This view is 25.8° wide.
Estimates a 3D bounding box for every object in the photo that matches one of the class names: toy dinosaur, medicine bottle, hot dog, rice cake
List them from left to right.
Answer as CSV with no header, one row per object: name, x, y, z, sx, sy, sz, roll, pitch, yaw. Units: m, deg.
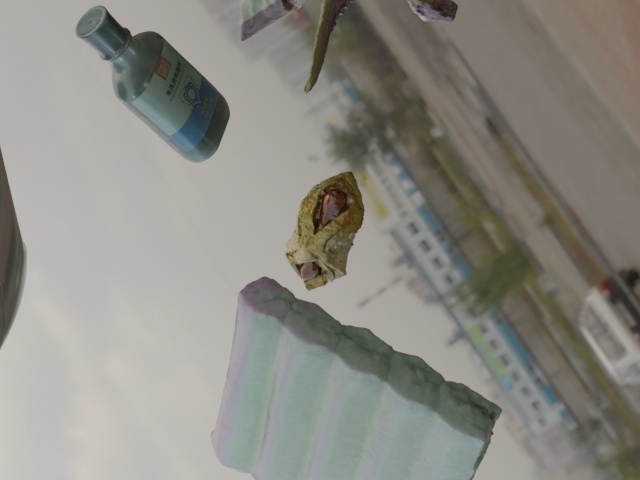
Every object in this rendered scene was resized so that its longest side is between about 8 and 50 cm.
medicine bottle,-0.178,-0.171,1.495,0.208,0.054,0.090,43,-125,-42
hot dog,0.001,0.001,1.567,0.078,0.169,0.061,16,-143,1
rice cake,0.015,0.122,0.864,0.189,0.037,0.198,29,145,3
toy dinosaur,0.040,-0.292,1.562,0.251,0.072,0.199,-24,-93,-47

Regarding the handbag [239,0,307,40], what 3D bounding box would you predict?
handbag,-0.036,-0.383,1.722,0.127,0.213,0.235,7,-108,-34

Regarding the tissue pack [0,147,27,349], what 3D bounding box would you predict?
tissue pack,-0.439,-0.004,1.417,0.236,0.229,0.333,-73,-17,-51
